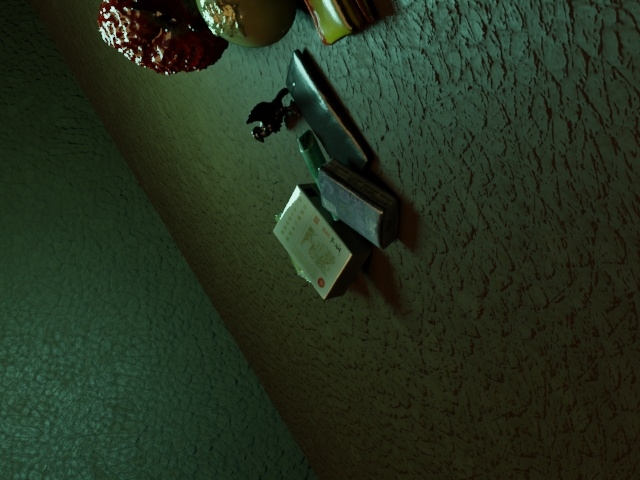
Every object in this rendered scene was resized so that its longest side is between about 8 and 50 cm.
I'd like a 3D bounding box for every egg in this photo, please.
[{"bbox_3d":[-0.122,-0.404,1.429,0.201,0.164,0.164,50,158,32],"label":"egg"}]

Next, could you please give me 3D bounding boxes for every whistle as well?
[{"bbox_3d":[0.004,-0.122,1.635,0.039,0.039,0.186,29,150,58],"label":"whistle"}]

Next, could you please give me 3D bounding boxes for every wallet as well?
[{"bbox_3d":[0.009,-0.216,1.547,0.244,0.025,0.124,59,161,11],"label":"wallet"},{"bbox_3d":[-0.013,-0.410,1.281,0.241,0.067,0.141,65,163,-9],"label":"wallet"}]

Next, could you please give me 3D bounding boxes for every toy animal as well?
[{"bbox_3d":[-0.092,-0.239,1.665,0.062,0.108,0.220,56,-165,6],"label":"toy animal"}]

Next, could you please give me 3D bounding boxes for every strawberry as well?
[{"bbox_3d":[-0.301,-0.421,1.704,0.261,0.261,0.257,52,139,27],"label":"strawberry"}]

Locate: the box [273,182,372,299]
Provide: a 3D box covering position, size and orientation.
[{"bbox_3d":[0.000,0.000,1.734,0.201,0.058,0.141,52,131,29],"label":"box"}]

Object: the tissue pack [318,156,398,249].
[{"bbox_3d":[0.067,-0.064,1.531,0.156,0.051,0.112,37,154,27],"label":"tissue pack"}]

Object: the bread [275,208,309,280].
[{"bbox_3d":[-0.014,0.032,1.885,0.232,0.064,0.172,54,156,24],"label":"bread"}]
